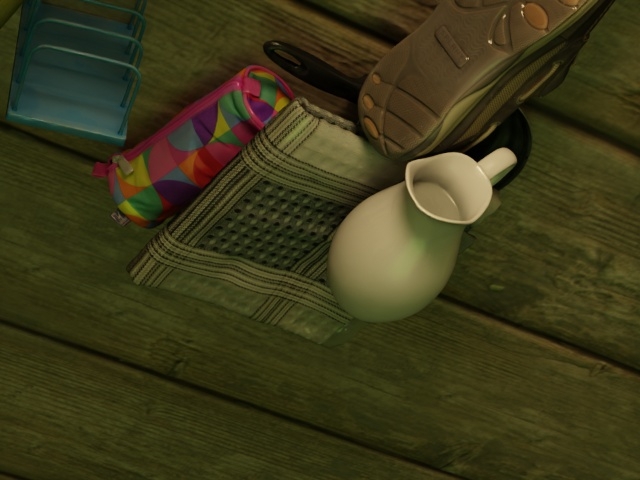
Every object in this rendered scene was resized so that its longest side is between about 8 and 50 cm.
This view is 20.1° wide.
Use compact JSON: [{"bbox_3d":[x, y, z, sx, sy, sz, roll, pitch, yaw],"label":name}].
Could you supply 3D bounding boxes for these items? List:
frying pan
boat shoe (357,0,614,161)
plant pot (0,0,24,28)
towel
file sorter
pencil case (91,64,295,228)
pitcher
[{"bbox_3d":[0.070,-0.125,1.959,0.326,0.053,0.197,12,137,-12],"label":"frying pan"},{"bbox_3d":[0.192,-0.211,1.807,0.355,0.132,0.130,-39,153,23],"label":"boat shoe"},{"bbox_3d":[-0.334,-0.259,1.481,0.293,0.275,0.275,-32,133,12],"label":"plant pot"},{"bbox_3d":[0.000,0.000,1.977,0.324,0.056,0.312,21,129,-38],"label":"towel"},{"bbox_3d":[-0.234,-0.198,1.781,0.118,0.170,0.104,12,137,-14],"label":"file sorter"},{"bbox_3d":[-0.133,-0.099,1.959,0.236,0.104,0.104,-30,132,30],"label":"pencil case"},{"bbox_3d":[0.108,-0.012,1.874,0.177,0.125,0.207,-25,161,-41],"label":"pitcher"}]
